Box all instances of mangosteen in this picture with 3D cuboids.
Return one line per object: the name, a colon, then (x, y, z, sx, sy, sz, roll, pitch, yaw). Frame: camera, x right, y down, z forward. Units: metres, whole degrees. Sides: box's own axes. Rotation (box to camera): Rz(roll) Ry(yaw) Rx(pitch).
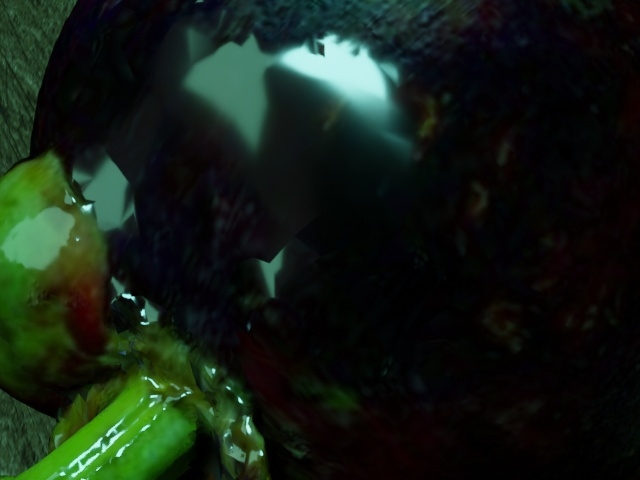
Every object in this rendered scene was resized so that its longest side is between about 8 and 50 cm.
mangosteen: (0.000, 0.000, 0.744, 0.306, 0.359, 0.306, 24, 128, 36)
